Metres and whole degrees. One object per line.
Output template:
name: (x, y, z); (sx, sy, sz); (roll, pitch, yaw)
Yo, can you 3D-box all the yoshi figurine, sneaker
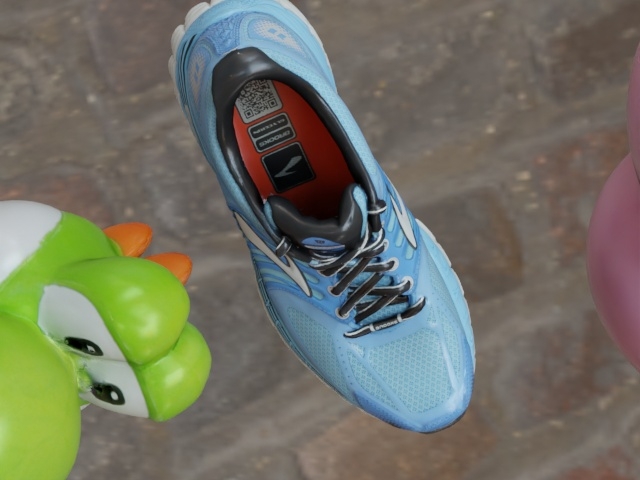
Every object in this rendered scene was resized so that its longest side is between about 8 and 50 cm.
yoshi figurine: (-0.231, 0.054, 0.971); (0.203, 0.362, 0.203); (26, 74, -51)
sneaker: (0.000, 0.000, 0.609); (0.063, 0.073, 0.162); (-30, 108, 5)

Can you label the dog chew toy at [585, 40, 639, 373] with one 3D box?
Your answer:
dog chew toy: (0.209, -0.054, 0.705); (0.206, 0.332, 0.206); (16, 44, -16)
